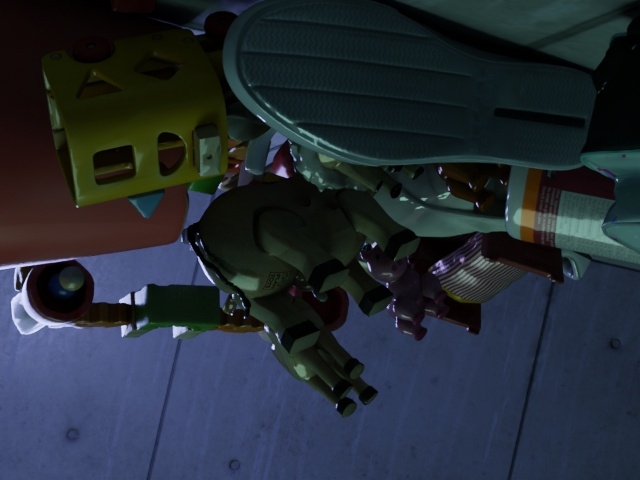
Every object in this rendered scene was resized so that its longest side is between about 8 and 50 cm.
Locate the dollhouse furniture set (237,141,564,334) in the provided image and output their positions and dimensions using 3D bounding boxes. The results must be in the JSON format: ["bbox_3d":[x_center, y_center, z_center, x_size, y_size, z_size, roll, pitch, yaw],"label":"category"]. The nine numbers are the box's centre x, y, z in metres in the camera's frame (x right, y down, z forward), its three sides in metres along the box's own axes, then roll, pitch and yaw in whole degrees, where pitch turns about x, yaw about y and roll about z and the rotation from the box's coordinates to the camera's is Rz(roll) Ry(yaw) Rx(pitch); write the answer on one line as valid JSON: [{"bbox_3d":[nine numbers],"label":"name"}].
[{"bbox_3d":[0.095,-0.026,1.528,0.374,0.152,0.201,17,150,-19],"label":"dollhouse furniture set"}]

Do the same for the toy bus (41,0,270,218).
[{"bbox_3d":[-0.102,-0.092,0.889,0.191,0.202,0.104,28,-156,-43],"label":"toy bus"}]

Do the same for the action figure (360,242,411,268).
[{"bbox_3d":[0.158,-0.032,1.840,0.164,0.276,0.141,41,139,-5],"label":"action figure"}]

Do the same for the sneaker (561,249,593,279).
[{"bbox_3d":[0.256,-0.024,1.730,0.330,0.146,0.122,15,180,-15],"label":"sneaker"}]

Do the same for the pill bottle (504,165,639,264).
[{"bbox_3d":[0.277,-0.039,1.032,0.221,0.121,0.121,12,179,16],"label":"pill bottle"}]

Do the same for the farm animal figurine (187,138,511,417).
[{"bbox_3d":[0.000,0.000,1.084,0.172,0.330,0.327,41,-159,24],"label":"farm animal figurine"}]

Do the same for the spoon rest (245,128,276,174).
[{"bbox_3d":[0.054,-0.117,1.373,0.276,0.084,0.137,-1,178,8],"label":"spoon rest"}]

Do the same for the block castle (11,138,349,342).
[{"bbox_3d":[-0.186,-0.021,1.640,0.453,0.303,0.213,5,162,-30],"label":"block castle"}]

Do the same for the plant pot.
[{"bbox_3d":[-0.242,-0.097,1.059,0.243,0.275,0.275,2,-178,-16],"label":"plant pot"}]

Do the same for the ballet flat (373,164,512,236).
[{"bbox_3d":[0.178,-0.069,1.244,0.400,0.139,0.139,9,-179,-22],"label":"ballet flat"}]

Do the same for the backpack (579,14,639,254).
[{"bbox_3d":[0.257,-0.042,0.659,0.188,0.144,0.166,10,175,-20],"label":"backpack"}]

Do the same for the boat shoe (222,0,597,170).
[{"bbox_3d":[0.063,-0.100,0.862,0.302,0.109,0.094,10,-178,-27],"label":"boat shoe"}]
